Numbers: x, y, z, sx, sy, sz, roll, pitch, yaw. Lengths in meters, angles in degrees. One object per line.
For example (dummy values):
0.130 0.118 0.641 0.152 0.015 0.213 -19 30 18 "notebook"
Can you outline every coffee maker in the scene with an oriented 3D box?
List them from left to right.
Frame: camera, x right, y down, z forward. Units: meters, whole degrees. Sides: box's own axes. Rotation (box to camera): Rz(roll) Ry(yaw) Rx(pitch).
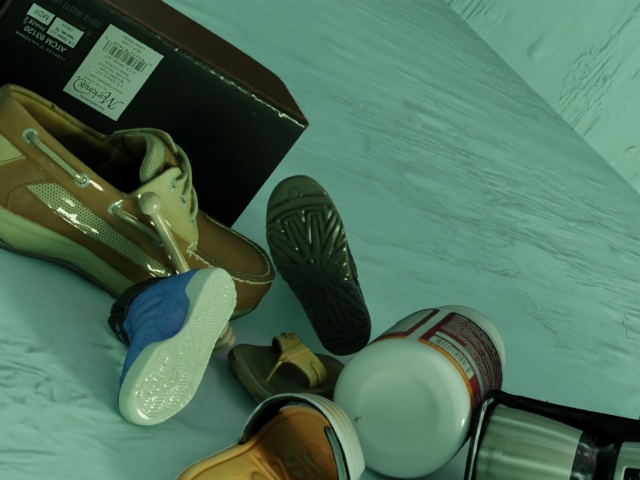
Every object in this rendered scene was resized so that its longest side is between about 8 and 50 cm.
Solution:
0.225 0.187 1.233 0.178 0.120 0.171 11 25 16 "coffee maker"

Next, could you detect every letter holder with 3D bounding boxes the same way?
-0.193 -0.170 1.402 0.301 0.152 0.214 29 19 -29 "letter holder"

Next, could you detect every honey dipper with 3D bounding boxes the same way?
-0.109 0.026 1.157 0.030 0.030 0.161 -114 -178 -54 "honey dipper"

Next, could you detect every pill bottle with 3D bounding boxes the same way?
0.098 0.127 1.303 0.121 0.121 0.221 42 18 9 "pill bottle"

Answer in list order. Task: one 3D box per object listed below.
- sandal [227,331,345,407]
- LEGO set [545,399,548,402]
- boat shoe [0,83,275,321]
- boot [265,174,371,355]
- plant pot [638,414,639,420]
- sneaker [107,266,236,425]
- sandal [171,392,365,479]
-0.018 0.107 1.239 0.072 0.049 0.180 49 20 25 "sandal"
0.233 0.265 1.336 0.132 0.107 0.287 4 25 3 "LEGO set"
-0.157 -0.029 1.180 0.324 0.120 0.123 23 24 -40 "boat shoe"
-0.003 0.000 1.376 0.208 0.076 0.190 -87 162 -69 "boot"
0.421 0.281 1.381 0.293 0.293 0.196 39 45 -2 "plant pot"
-0.130 0.081 1.092 0.058 0.084 0.152 58 41 -32 "sneaker"
-0.018 0.162 1.065 0.102 0.076 0.265 43 18 11 "sandal"
